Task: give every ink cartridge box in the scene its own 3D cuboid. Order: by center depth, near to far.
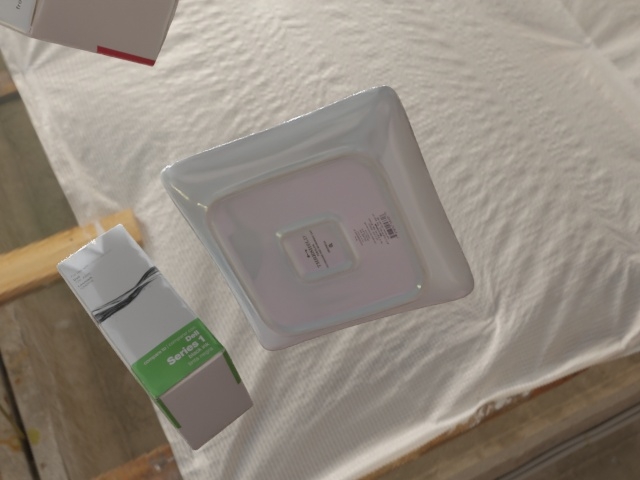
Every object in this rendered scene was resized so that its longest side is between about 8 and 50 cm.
[{"bbox_3d":[-0.299,-0.274,0.753,0.282,0.207,0.117,25,-78,15],"label":"ink cartridge box"},{"bbox_3d":[-0.187,0.109,0.928,0.092,0.160,0.219,-36,-120,-15],"label":"ink cartridge box"}]

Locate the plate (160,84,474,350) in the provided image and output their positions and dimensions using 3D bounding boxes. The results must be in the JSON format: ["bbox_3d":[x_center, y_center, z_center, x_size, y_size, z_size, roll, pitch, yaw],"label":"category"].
[{"bbox_3d":[0.000,0.000,0.896,0.277,0.277,0.045,-18,-151,16],"label":"plate"}]
